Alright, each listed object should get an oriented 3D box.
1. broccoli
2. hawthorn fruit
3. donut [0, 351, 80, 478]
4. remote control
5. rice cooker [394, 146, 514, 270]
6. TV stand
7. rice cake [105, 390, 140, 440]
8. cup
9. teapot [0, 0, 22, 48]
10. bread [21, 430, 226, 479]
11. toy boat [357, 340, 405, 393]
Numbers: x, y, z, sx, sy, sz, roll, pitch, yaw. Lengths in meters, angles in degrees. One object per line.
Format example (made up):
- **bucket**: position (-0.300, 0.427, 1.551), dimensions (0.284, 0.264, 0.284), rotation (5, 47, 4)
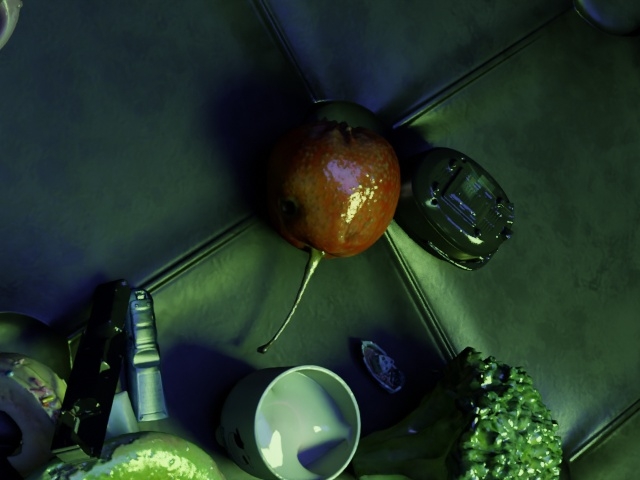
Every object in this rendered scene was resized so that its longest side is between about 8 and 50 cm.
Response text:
- **broccoli**: position (0.164, 0.265, 1.957), dimensions (0.288, 0.246, 0.247), rotation (35, 37, -57)
- **hawthorn fruit**: position (0.000, 0.000, 1.940), dimensions (0.165, 0.165, 0.285), rotation (11, 91, -27)
- **donut**: position (-0.308, 0.185, 1.779), dimensions (0.166, 0.108, 0.065), rotation (59, 33, -7)
- **remote control**: position (-0.202, 0.130, 1.880), dimensions (0.044, 0.027, 0.152), rotation (-8, 92, -38)
- **rice cooker**: position (0.163, -0.041, 2.047), dimensions (0.165, 0.106, 0.112), rotation (39, 65, -9)
- **TV stand**: position (-0.241, 0.139, 1.781), dimensions (0.042, 0.036, 0.249), rotation (58, 26, -36)
- **rice cake**: position (-0.219, 0.275, 1.851), dimensions (0.080, 0.042, 0.221), rotation (-21, 96, -23)
- **cup**: position (-0.033, 0.224, 1.897), dimensions (0.173, 0.142, 0.134), rotation (45, 67, -18)
- **teapot**: position (-0.376, -0.269, 1.770), dimensions (0.146, 0.116, 0.148), rotation (-33, 98, -37)
- **bread**: position (-0.221, 0.347, 1.790), dimensions (0.301, 0.045, 0.301), rotation (-11, 114, -24)
- **toy boat**: position (0.073, 0.152, 2.021), dimensions (0.083, 0.038, 0.038), rotation (49, 66, -18)
